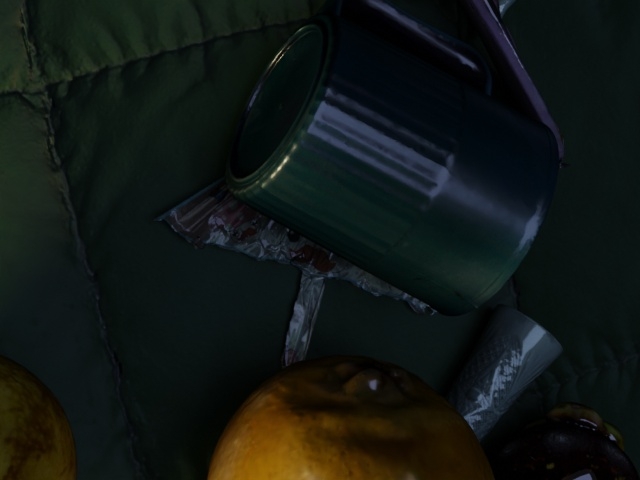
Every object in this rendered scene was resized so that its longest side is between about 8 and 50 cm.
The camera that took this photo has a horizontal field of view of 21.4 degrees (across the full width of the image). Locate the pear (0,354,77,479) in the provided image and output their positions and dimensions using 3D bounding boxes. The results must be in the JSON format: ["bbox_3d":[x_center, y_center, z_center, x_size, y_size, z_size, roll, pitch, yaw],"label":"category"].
[{"bbox_3d":[-0.374,0.244,1.672,0.280,0.281,0.281,-1,92,-23],"label":"pear"}]

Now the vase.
[{"bbox_3d":[0.184,0.188,1.998,0.096,0.096,0.219,41,79,-19],"label":"vase"}]

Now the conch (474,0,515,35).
[{"bbox_3d":[0.200,-0.332,2.000,0.088,0.065,0.180,-18,113,-36],"label":"conch"}]

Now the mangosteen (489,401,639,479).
[{"bbox_3d":[0.287,0.280,2.010,0.192,0.192,0.217,37,40,-20],"label":"mangosteen"}]

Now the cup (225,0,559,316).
[{"bbox_3d":[0.083,-0.113,1.848,0.292,0.242,0.308,26,83,-21],"label":"cup"}]

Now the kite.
[{"bbox_3d":[0.000,0.000,1.949,0.406,0.014,0.368,17,84,-24],"label":"kite"}]

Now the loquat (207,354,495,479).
[{"bbox_3d":[0.033,0.284,1.809,0.328,0.328,0.328,-1,92,-23],"label":"loquat"}]

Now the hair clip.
[{"bbox_3d":[0.211,-0.228,1.948,0.095,0.110,0.359,-40,116,-34],"label":"hair clip"}]
